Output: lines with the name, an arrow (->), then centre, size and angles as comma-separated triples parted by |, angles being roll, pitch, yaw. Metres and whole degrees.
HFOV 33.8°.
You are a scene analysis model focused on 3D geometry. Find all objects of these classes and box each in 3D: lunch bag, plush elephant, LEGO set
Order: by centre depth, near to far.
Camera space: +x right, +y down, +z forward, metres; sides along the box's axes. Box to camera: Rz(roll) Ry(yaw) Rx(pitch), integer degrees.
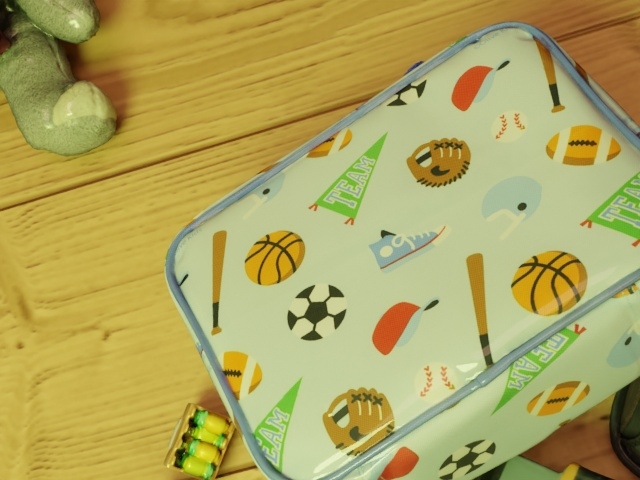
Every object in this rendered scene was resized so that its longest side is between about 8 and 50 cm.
lunch bag -> 0.067, 0.011, 0.641 | 0.303, 0.115, 0.243 | -32, 51, 1
LEGO set -> -0.157, 0.228, 0.684 | 0.287, 0.107, 0.132 | -39, 69, -2
plush elephant -> -0.306, -0.225, 0.771 | 0.272, 0.255, 0.330 | -8, 62, -9

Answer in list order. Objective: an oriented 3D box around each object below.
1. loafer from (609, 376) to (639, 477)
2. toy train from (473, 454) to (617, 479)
loafer -> 0.268, 0.011, 0.666 | 0.109, 0.095, 0.302 | 20, 78, 18
toy train -> 0.126, 0.281, 0.597 | 0.190, 0.142, 0.334 | 21, 79, 30
